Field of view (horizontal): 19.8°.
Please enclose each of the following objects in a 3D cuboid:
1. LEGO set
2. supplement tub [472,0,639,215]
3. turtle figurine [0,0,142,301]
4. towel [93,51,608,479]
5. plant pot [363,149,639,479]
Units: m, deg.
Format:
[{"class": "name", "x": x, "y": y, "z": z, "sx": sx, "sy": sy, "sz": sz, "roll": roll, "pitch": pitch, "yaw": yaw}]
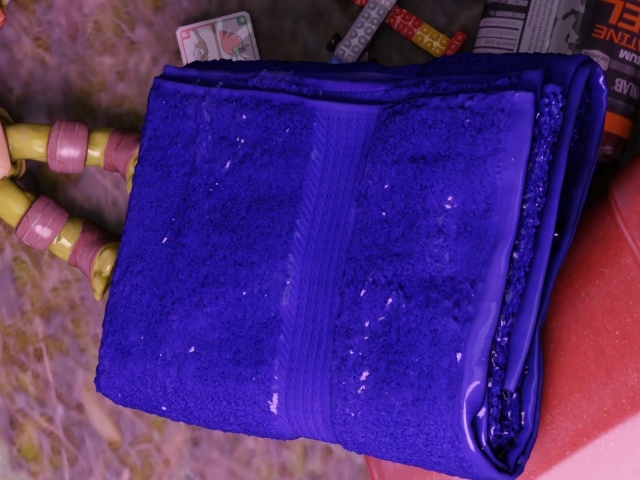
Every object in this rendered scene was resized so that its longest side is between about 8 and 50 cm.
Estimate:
[{"class": "LEGO set", "x": 0.005, "y": -0.096, "z": 1.145, "sx": 0.182, "sy": 0.060, "sz": 0.244, "roll": -13, "pitch": 89, "yaw": 5}, {"class": "supplement tub", "x": 0.144, "y": -0.112, "z": 1.095, "sx": 0.106, "sy": 0.106, "sz": 0.198, "roll": 13, "pitch": 91, "yaw": 8}, {"class": "turtle figurine", "x": -0.222, "y": -0.041, "z": 1.164, "sx": 0.217, "sy": 0.087, "sz": 0.269, "roll": 22, "pitch": 86, "yaw": 0}, {"class": "towel", "x": 0.000, "y": 0.000, "z": 1.018, "sx": 0.308, "sy": 0.076, "sz": 0.227, "roll": 4, "pitch": 76, "yaw": 43}, {"class": "plant pot", "x": 0.184, "y": 0.102, "z": 1.031, "sx": 0.265, "sy": 0.272, "sz": 0.272, "roll": -38, "pitch": 85, "yaw": 16}]
